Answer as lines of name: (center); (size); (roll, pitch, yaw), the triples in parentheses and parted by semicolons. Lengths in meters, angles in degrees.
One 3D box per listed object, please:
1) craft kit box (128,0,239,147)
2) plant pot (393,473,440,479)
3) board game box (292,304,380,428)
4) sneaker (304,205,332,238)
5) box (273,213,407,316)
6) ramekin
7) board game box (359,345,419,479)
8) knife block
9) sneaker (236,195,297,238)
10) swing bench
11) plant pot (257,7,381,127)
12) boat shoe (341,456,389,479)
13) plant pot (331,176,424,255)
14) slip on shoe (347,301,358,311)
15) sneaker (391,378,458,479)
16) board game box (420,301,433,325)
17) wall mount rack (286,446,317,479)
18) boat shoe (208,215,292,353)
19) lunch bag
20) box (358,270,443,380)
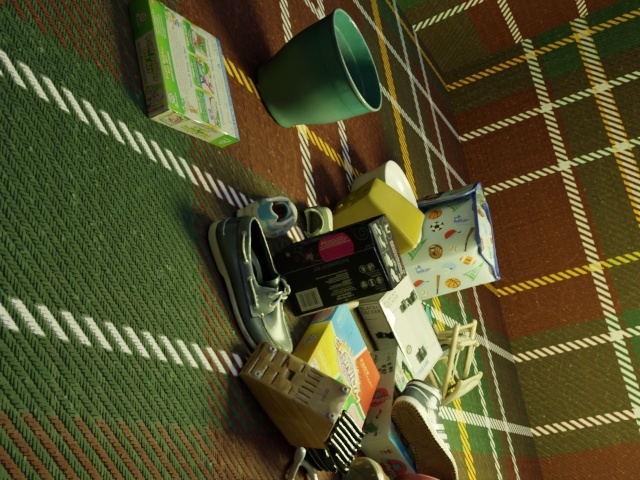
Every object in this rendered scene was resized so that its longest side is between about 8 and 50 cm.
craft kit box: (-0.273, -0.337, 1.426); (0.247, 0.061, 0.249); (18, 57, -65)
plant pot: (0.236, 0.684, 1.647); (0.201, 0.201, 0.180); (59, 42, -28)
board game box: (0.034, 0.310, 1.612); (0.242, 0.064, 0.316); (65, 24, -15)
sneaker: (0.000, 0.000, 1.780); (0.086, 0.064, 0.192); (11, 62, -55)
box: (0.049, 0.057, 1.600); (0.142, 0.247, 0.163); (-31, 102, -65)
ramekin: (0.206, -0.102, 2.213); (0.277, 0.135, 0.277); (46, 34, -44)
board game box: (0.197, 0.466, 1.821); (0.224, 0.098, 0.303); (57, 28, -29)
knife block: (-0.040, 0.352, 1.395); (0.276, 0.242, 0.088); (28, 48, 7)
sneaker: (-0.096, -0.055, 1.561); (0.229, 0.092, 0.087); (-21, 90, -68)
swing bench: (0.407, 0.391, 2.210); (0.253, 0.165, 0.254); (5, 77, -64)
plant pot: (-0.014, -0.421, 1.808); (0.271, 0.255, 0.271); (47, 33, -45)
boat shoe: (0.131, 0.641, 1.516); (0.116, 0.123, 0.324); (39, 41, -55)
plant pot: (0.145, -0.050, 1.974); (0.187, 0.212, 0.212); (52, 28, -13)
slip on shoe: (0.063, 0.172, 1.814); (0.041, 0.051, 0.135); (-69, 166, 7)
sneaker: (0.277, 0.480, 1.742); (0.282, 0.099, 0.153); (63, 27, -11)
board game box: (0.365, 0.309, 2.399); (0.126, 0.026, 0.186); (29, 48, -59)
wall mount rack: (-0.015, 0.538, 1.252); (0.304, 0.130, 0.350); (49, 31, -42)
boat shoe: (-0.117, 0.099, 1.388); (0.319, 0.099, 0.116); (68, 23, -9)
lunch bag: (0.412, -0.027, 2.379); (0.239, 0.328, 0.385); (56, 29, -37)
box: (0.230, 0.253, 1.999); (0.169, 0.087, 0.290); (-40, 111, -43)
